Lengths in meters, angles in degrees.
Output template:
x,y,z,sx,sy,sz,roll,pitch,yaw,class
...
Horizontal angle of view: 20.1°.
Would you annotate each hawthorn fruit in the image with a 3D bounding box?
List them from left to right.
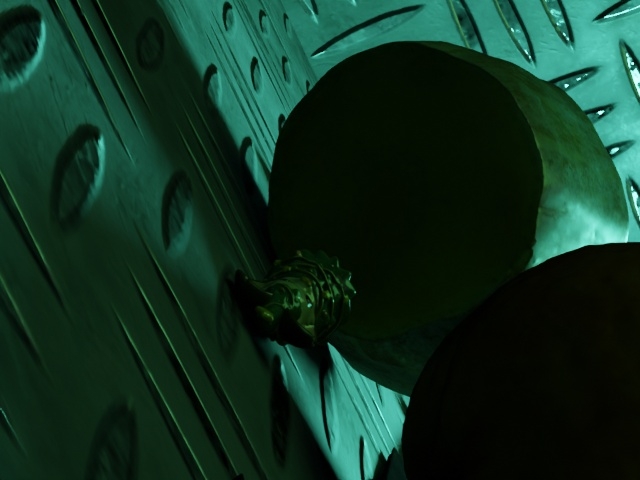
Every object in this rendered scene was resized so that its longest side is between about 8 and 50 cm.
x,y,z,sx,sy,sz,roll,pitch,yaw,class
0.284,0.224,1.388,0.472,0.471,0.472,-24,90,-85,hawthorn fruit

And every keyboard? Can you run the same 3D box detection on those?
x,y,z,sx,sy,sz,roll,pitch,yaw,class
0.077,0.243,1.677,0.072,0.023,0.231,59,5,-1,keyboard

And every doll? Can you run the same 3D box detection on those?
x,y,z,sx,sy,sz,roll,pitch,yaw,class
-0.031,0.057,1.354,0.078,0.077,0.113,42,32,10,doll

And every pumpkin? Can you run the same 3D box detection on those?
x,y,z,sx,sy,sz,roll,pitch,yaw,class
0.097,-0.036,1.640,0.199,0.332,0.332,36,28,-57,pumpkin

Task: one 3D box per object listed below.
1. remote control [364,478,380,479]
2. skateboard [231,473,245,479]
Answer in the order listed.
x,y,z,sx,sy,sz,roll,pitch,yaw,class
0.043,0.231,1.257,0.244,0.047,0.087,-75,143,-79,remote control
-0.012,0.171,0.817,0.067,0.080,0.151,-117,-177,-68,skateboard
